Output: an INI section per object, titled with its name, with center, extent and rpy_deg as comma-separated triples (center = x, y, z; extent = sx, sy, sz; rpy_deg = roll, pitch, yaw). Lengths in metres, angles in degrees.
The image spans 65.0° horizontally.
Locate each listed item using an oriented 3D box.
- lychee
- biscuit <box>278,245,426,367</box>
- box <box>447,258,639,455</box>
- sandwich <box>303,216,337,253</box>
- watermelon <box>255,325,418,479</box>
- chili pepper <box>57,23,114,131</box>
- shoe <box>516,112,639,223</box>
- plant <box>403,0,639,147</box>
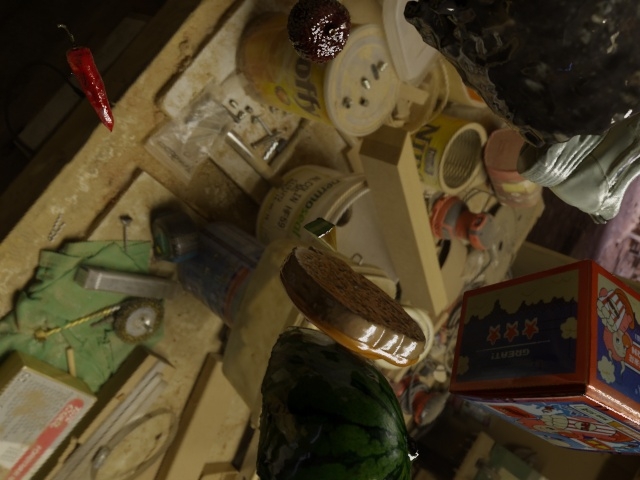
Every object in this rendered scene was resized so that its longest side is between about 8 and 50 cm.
[lychee]
center = -0.011, -0.602, 1.426
extent = 0.194, 0.194, 0.195
rpy_deg = -23, 125, -37
[biscuit]
center = 0.023, 0.066, 0.507
extent = 0.170, 0.170, 0.050
rpy_deg = 24, 105, -49
[box]
center = 0.504, 0.255, 1.021
extent = 0.348, 0.318, 0.257
rpy_deg = 30, 61, -22
[sandwich]
center = 0.000, 0.000, 1.550
extent = 0.074, 0.074, 0.117
rpy_deg = -33, 135, -30
[watermelon]
center = 0.032, 0.281, 0.669
extent = 0.331, 0.189, 0.332
rpy_deg = 4, 90, -81
[chili pepper]
center = -0.554, -0.381, 1.205
extent = 0.059, 0.050, 0.268
rpy_deg = -27, 125, -23
[shoe]
center = 0.502, -0.192, 0.840
extent = 0.210, 0.132, 0.342
rpy_deg = 38, 90, -9
[plant]
center = 0.148, -0.239, 0.362
extent = 0.181, 0.194, 0.321
rpy_deg = -45, 104, -23
